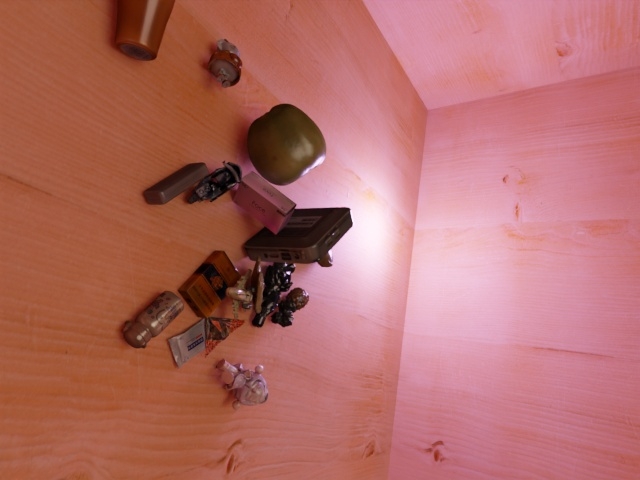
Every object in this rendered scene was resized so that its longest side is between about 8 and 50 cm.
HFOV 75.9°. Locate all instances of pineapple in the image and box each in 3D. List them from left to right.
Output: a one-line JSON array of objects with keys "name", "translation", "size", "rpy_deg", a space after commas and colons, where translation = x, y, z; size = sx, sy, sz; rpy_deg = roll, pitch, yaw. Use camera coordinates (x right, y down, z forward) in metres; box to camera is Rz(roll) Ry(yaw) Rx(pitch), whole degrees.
[{"name": "pineapple", "translation": [-0.150, 0.326, 1.996], "size": [0.237, 0.119, 0.111], "rpy_deg": [-44, 110, -45]}]

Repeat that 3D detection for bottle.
[{"name": "bottle", "translation": [-0.578, 0.269, 1.404], "size": [0.110, 0.097, 0.209], "rpy_deg": [40, 47, 0]}]

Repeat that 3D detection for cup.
[{"name": "cup", "translation": [-0.591, -0.752, 1.388], "size": [0.226, 0.182, 0.264], "rpy_deg": [49, 50, -84]}]

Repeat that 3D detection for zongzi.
[{"name": "zongzi", "translation": [0.000, 0.000, 2.248], "size": [0.228, 0.114, 0.256], "rpy_deg": [47, 42, -48]}]

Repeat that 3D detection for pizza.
[{"name": "pizza", "translation": [-0.270, 0.178, 1.772], "size": [0.034, 0.181, 0.262], "rpy_deg": [0, 126, -18]}]

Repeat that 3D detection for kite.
[{"name": "kite", "translation": [-0.411, 0.348, 1.629], "size": [0.222, 0.008, 0.125], "rpy_deg": [-41, 101, -17]}]

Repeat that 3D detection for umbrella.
[{"name": "umbrella", "translation": [-0.226, 0.231, 1.888], "size": [0.337, 0.128, 0.154], "rpy_deg": [-60, 137, -33]}]

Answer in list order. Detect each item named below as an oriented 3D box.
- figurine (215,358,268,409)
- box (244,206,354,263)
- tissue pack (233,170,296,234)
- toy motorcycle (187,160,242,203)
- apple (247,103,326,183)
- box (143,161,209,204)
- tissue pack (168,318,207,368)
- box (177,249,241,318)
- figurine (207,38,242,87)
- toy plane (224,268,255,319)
[{"name": "figurine", "translation": [-0.326, 0.600, 1.722], "size": [0.276, 0.133, 0.200], "rpy_deg": [51, 61, -35]}, {"name": "box", "translation": [-0.093, -0.033, 1.851], "size": [0.396, 0.395, 0.111], "rpy_deg": [-45, 126, -47]}, {"name": "tissue pack", "translation": [-0.241, -0.158, 1.756], "size": [0.246, 0.149, 0.092], "rpy_deg": [37, 46, 4]}, {"name": "toy motorcycle", "translation": [-0.404, -0.229, 1.622], "size": [0.106, 0.159, 0.270], "rpy_deg": [54, 42, -10]}, {"name": "apple", "translation": [-0.158, -0.423, 1.835], "size": [0.357, 0.357, 0.358], "rpy_deg": [3, 86, -55]}, {"name": "box", "translation": [-0.520, -0.210, 1.494], "size": [0.244, 0.103, 0.055], "rpy_deg": [-49, 132, -44]}, {"name": "tissue pack", "translation": [-0.490, 0.388, 1.579], "size": [0.193, 0.026, 0.123], "rpy_deg": [-31, 114, -52]}, {"name": "box", "translation": [-0.435, 0.171, 1.634], "size": [0.237, 0.070, 0.152], "rpy_deg": [-57, 132, -41]}, {"name": "figurine", "translation": [-0.394, -0.737, 1.696], "size": [0.143, 0.143, 0.271], "rpy_deg": [39, 25, -47]}, {"name": "toy plane", "translation": [-0.328, 0.226, 1.682], "size": [0.256, 0.104, 0.242], "rpy_deg": [101, 2, -77]}]
